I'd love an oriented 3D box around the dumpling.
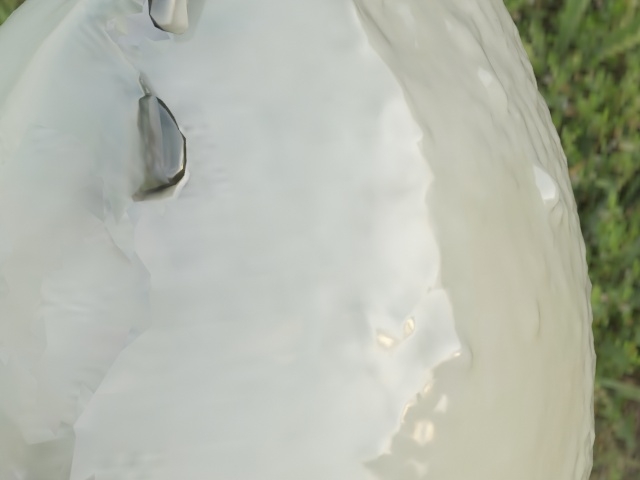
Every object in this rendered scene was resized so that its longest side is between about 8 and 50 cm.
[{"bbox_3d":[0.004,0.004,0.462,0.175,0.243,0.227,41,28,3],"label":"dumpling"}]
